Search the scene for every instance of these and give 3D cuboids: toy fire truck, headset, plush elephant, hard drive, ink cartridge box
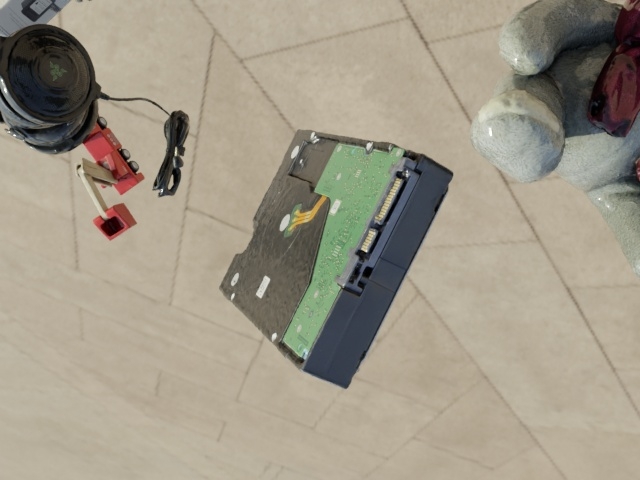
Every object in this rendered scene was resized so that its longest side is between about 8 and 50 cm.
[{"bbox_3d":[-0.342,-0.106,1.313,0.047,0.135,0.192,-31,99,23],"label":"toy fire truck"},{"bbox_3d":[-0.379,-0.176,1.154,0.395,0.185,0.243,9,170,-12],"label":"headset"},{"bbox_3d":[0.299,-0.154,0.716,0.272,0.330,0.255,37,120,-17],"label":"plush elephant"},{"bbox_3d":[0.000,0.000,0.932,0.064,0.236,0.339,26,180,-22],"label":"hard drive"},{"bbox_3d":[-0.417,-0.365,1.235,0.063,0.150,0.109,45,-174,-35],"label":"ink cartridge box"}]

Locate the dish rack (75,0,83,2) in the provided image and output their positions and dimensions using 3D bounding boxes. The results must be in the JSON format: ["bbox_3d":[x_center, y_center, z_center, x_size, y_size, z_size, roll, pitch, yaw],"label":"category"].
[{"bbox_3d":[-0.248,-0.311,0.624,0.272,0.074,0.208,27,108,7],"label":"dish rack"}]
